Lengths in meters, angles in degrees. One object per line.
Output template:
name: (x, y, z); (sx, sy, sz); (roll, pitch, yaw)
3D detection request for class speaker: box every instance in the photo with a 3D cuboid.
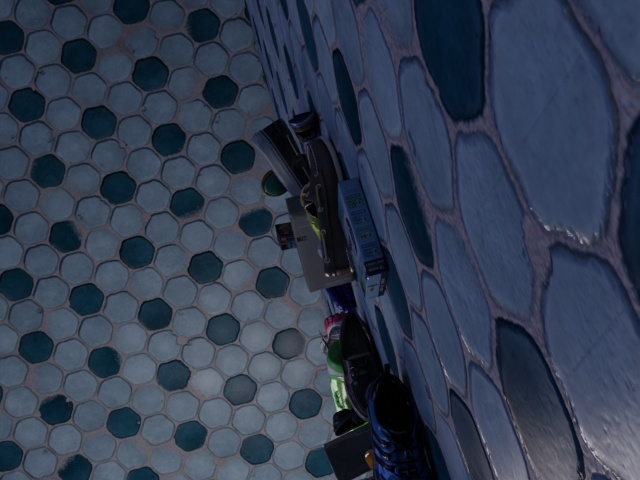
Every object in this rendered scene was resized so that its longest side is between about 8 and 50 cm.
speaker: (0.096, 0.400, 1.995); (0.131, 0.131, 0.296); (-110, 6, -52)

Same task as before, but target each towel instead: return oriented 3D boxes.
towel: (0.020, 0.082, 2.144); (0.227, 0.076, 0.308); (56, 179, -11)

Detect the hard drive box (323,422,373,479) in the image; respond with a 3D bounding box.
hard drive box: (0.106, 0.520, 1.838); (0.232, 0.181, 0.089); (95, 150, -77)

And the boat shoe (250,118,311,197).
boat shoe: (-0.054, -0.187, 2.000); (0.335, 0.119, 0.121); (53, 179, -41)

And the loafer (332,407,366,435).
loafer: (0.103, 0.462, 1.922); (0.062, 0.170, 0.061); (42, -151, -21)

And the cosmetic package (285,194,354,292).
cosmetic package: (0.000, 0.000, 1.824); (0.107, 0.127, 0.237); (-110, 4, -60)

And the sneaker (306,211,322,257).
sneaker: (0.047, 0.006, 1.644); (0.126, 0.091, 0.240); (53, -167, -44)

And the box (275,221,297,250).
box: (-0.043, -0.024, 2.079); (0.233, 0.159, 0.044); (-128, 28, -79)

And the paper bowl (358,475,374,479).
paper bowl: (0.182, 0.694, 1.736); (0.284, 0.148, 0.284); (166, 90, -86)

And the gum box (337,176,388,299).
gum box: (0.075, 0.000, 1.347); (0.157, 0.041, 0.184); (86, 167, -71)

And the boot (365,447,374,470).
boot: (0.172, 0.524, 1.549); (0.295, 0.104, 0.211); (88, 168, -55)

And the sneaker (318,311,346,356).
sneaker: (0.065, 0.317, 2.186); (0.299, 0.121, 0.112); (81, 169, -62)

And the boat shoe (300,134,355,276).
boat shoe: (0.013, -0.076, 1.534); (0.116, 0.097, 0.324); (83, 171, -66)

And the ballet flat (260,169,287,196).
ballet flat: (-0.110, -0.179, 2.118); (0.073, 0.232, 0.080); (10, 113, 37)

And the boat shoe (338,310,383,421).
boat shoe: (0.097, 0.304, 1.809); (0.092, 0.103, 0.285); (72, -174, -54)

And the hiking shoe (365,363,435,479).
hiking shoe: (0.143, 0.393, 1.364); (0.132, 0.113, 0.304); (81, 173, -65)

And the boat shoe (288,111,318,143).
boat shoe: (-0.034, -0.271, 1.769); (0.183, 0.066, 0.066); (-79, -29, -76)
